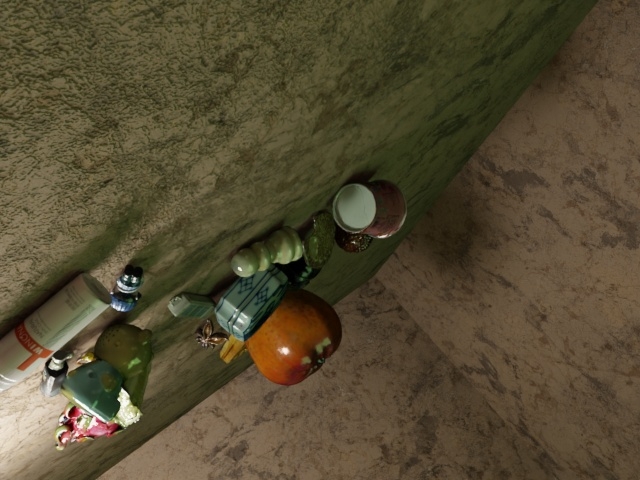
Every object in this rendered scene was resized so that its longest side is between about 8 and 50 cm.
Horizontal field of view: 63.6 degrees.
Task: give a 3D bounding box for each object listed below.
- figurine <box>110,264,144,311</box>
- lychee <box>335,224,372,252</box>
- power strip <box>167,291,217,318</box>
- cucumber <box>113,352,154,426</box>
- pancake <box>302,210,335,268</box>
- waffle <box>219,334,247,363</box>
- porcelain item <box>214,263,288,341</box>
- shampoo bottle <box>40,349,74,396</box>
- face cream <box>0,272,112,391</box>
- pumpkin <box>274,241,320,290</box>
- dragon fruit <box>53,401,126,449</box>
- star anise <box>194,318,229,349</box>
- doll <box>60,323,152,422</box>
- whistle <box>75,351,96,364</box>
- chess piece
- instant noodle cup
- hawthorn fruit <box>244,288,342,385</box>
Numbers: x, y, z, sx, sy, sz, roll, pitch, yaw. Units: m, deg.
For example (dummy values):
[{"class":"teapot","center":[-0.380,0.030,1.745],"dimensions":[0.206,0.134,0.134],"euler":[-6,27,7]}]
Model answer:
[{"class":"figurine","center":[-0.486,0.127,1.306],"dimensions":[0.077,0.079,0.136],"euler":[16,141,-22]},{"class":"lychee","center":[0.153,-0.042,2.311],"dimensions":[0.188,0.188,0.188],"euler":[-38,166,-11]},{"class":"power strip","center":[-0.437,0.227,1.785],"dimensions":[0.078,0.052,0.272],"euler":[-43,166,0]},{"class":"cucumber","center":[-0.621,0.443,1.677],"dimensions":[0.105,0.145,0.325],"euler":[-22,-159,1]},{"class":"pancake","center":[0.000,0.000,2.031],"dimensions":[0.235,0.029,0.212],"euler":[-63,144,-23]},{"class":"waffle","center":[-0.383,0.501,2.689],"dimensions":[0.224,0.098,0.327],"euler":[-24,157,-45]},{"class":"porcelain item","center":[-0.255,0.231,1.966],"dimensions":[0.281,0.157,0.285],"euler":[-51,171,-24]},{"class":"shampoo bottle","center":[-0.726,0.362,1.419],"dimensions":[0.064,0.057,0.207],"euler":[-25,160,-46]},{"class":"face cream","center":[-0.630,0.217,1.145],"dimensions":[0.346,0.102,0.102],"euler":[-42,166,-4]},{"class":"pumpkin","center":[-0.089,0.106,2.124],"dimensions":[0.220,0.162,0.220],"euler":[-40,172,-7]},{"class":"dragon fruit","center":[-0.768,0.574,1.740],"dimensions":[0.273,0.198,0.218],"euler":[-12,169,-14]},{"class":"star anise","center":[-0.451,0.400,2.218],"dimensions":[0.227,0.148,0.218],"euler":[-92,-169,-74]},{"class":"doll","center":[-0.591,0.354,1.461],"dimensions":[0.177,0.161,0.260],"euler":[-7,-140,48]},{"class":"whistle","center":[-0.695,0.359,1.565],"dimensions":[0.109,0.057,0.046],"euler":[70,25,-66]},{"class":"chess piece","center":[-0.194,0.046,1.770],"dimensions":[0.243,0.133,0.133],"euler":[-23,158,-33]},{"class":"instant noodle cup","center":[0.184,-0.123,2.022],"dimensions":[0.243,0.243,0.231],"euler":[-48,158,25]},{"class":"hawthorn fruit","center":[-0.140,0.430,2.420],"dimensions":[0.472,0.471,0.471],"euler":[-38,166,-11]}]
